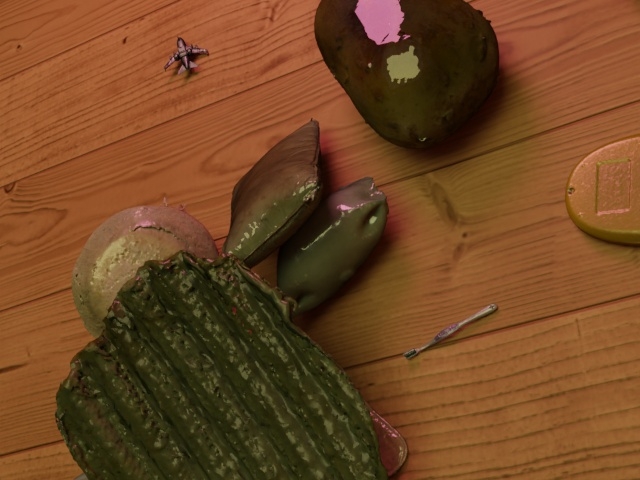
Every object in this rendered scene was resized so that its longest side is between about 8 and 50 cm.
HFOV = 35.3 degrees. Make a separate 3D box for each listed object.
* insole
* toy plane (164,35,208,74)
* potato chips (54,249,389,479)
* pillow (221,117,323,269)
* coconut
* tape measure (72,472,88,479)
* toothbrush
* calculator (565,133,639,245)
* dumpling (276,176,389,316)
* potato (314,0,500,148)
[{"bbox_3d":[0.019,0.209,1.274,0.081,0.011,0.248,-49,52,0],"label":"insole"},{"bbox_3d":[-0.226,-0.310,1.671,0.079,0.031,0.083,-21,59,3],"label":"toy plane"},{"bbox_3d":[-0.122,0.223,1.208,0.358,0.070,0.429,-43,80,19],"label":"potato chips"},{"bbox_3d":[-0.065,-0.057,1.332,0.185,0.075,0.302,-45,16,15],"label":"pillow"},{"bbox_3d":[-0.237,0.053,1.387,0.224,0.224,0.234,-49,9,1],"label":"coconut"},{"bbox_3d":[-0.355,0.372,1.374,0.330,0.084,0.164,9,70,34],"label":"tape measure"},{"bbox_3d":[0.159,0.112,1.237,0.131,0.013,0.011,-31,59,12],"label":"toothbrush"},{"bbox_3d":[0.399,-0.063,1.164,0.235,0.032,0.146,-6,64,31],"label":"calculator"},{"bbox_3d":[0.009,0.007,1.339,0.105,0.149,0.216,37,94,1],"label":"dumpling"},{"bbox_3d":[0.109,-0.259,1.352,0.210,0.173,0.307,-45,55,7],"label":"potato"}]
